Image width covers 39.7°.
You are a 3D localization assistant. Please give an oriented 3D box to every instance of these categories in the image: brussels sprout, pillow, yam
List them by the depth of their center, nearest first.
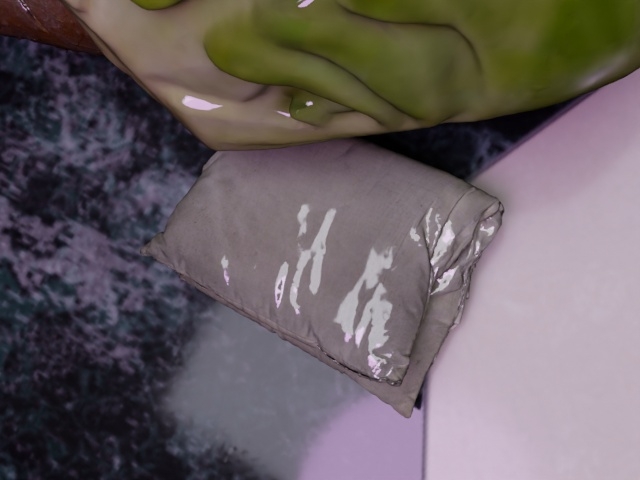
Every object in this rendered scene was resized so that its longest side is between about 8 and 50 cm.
[{"bbox_3d":[0.025,-0.189,0.431,0.354,0.281,0.289,-34,109,10],"label":"brussels sprout"},{"bbox_3d":[0.000,0.000,0.519,0.181,0.078,0.134,27,86,20],"label":"pillow"},{"bbox_3d":[-0.159,-0.161,0.573,0.141,0.079,0.079,12,86,15],"label":"yam"}]
